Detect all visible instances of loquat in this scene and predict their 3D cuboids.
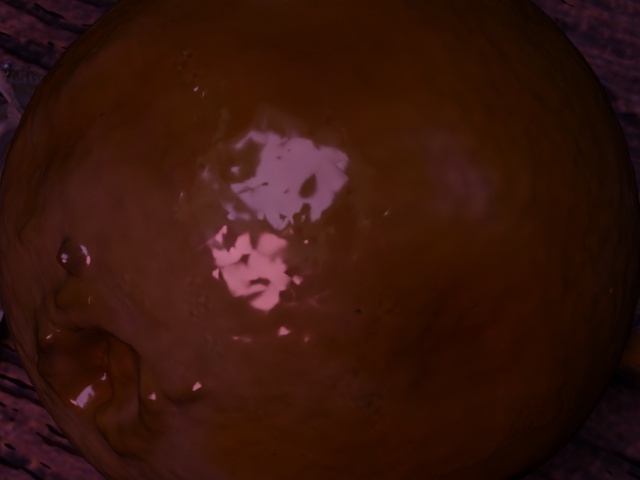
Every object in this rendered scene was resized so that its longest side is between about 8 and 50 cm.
[{"bbox_3d":[0.000,0.000,0.955,0.328,0.328,0.328,-5,68,12],"label":"loquat"}]

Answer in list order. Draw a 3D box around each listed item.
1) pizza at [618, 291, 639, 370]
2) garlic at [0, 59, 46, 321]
[{"bbox_3d":[0.295,0.012,0.989,0.305,0.161,0.086,-19,105,10],"label":"pizza"},{"bbox_3d":[-0.163,0.003,1.118,0.131,0.127,0.194,31,106,41],"label":"garlic"}]
